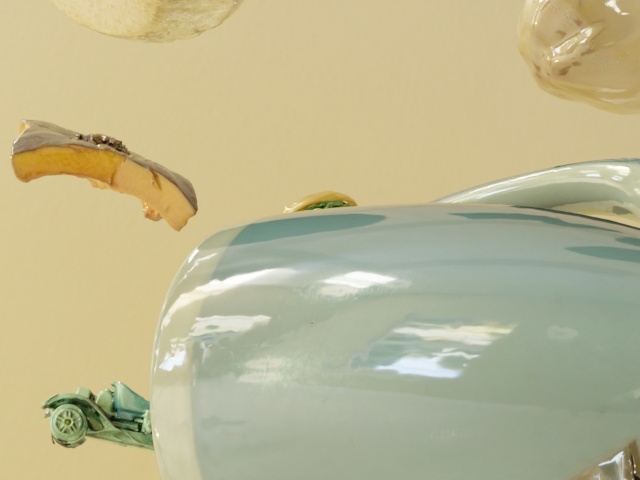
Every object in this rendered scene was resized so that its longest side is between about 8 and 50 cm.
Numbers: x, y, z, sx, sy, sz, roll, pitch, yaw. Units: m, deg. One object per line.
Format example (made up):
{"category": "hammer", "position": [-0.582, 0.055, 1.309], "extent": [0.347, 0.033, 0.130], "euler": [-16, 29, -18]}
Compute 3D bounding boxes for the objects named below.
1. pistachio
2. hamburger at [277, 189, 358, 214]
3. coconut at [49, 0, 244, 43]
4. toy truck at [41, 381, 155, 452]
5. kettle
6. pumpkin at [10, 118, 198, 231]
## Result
{"category": "pistachio", "position": [0.392, -0.270, 1.563], "extent": [0.332, 0.226, 0.208], "euler": [1, -145, -36]}
{"category": "hamburger", "position": [0.000, 0.000, 1.847], "extent": [0.115, 0.162, 0.162], "euler": [60, -175, 32]}
{"category": "coconut", "position": [-0.154, -0.359, 1.220], "extent": [0.329, 0.328, 0.329], "euler": [23, 165, 7]}
{"category": "toy truck", "position": [-0.151, 0.145, 1.013], "extent": [0.154, 0.078, 0.080], "euler": [14, 164, -6]}
{"category": "kettle", "position": [0.113, 0.060, 0.774], "extent": [0.342, 0.319, 0.247], "euler": [-9, 130, 29]}
{"category": "pumpkin", "position": [-0.292, -0.094, 1.660], "extent": [0.258, 0.095, 0.290], "euler": [22, -178, -15]}
